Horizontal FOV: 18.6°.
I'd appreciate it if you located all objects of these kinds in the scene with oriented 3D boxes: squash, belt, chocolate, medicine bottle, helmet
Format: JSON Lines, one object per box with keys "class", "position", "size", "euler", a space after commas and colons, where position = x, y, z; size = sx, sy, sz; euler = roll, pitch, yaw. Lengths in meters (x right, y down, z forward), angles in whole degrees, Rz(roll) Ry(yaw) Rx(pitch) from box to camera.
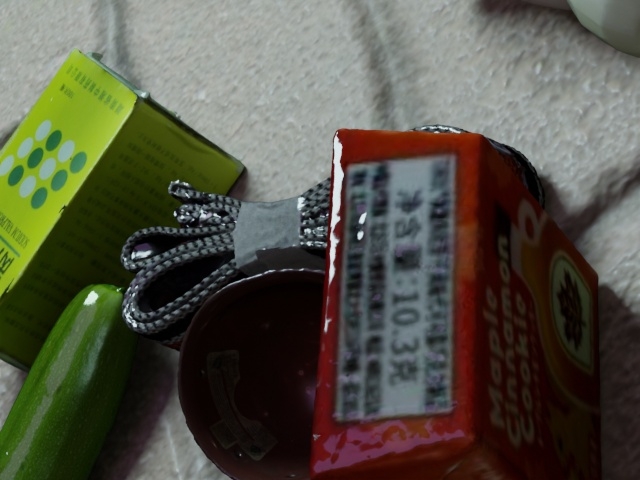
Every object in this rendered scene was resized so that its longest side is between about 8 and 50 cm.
{"class": "squash", "position": [-0.218, 0.168, 1.552], "size": [0.082, 0.082, 0.292], "euler": [25, 88, 49]}
{"class": "belt", "position": [0.000, 0.000, 1.447], "size": [0.359, 0.094, 0.126], "euler": [-16, 59, 39]}
{"class": "chocolate", "position": [0.091, 0.076, 1.211], "size": [0.108, 0.235, 0.237], "euler": [-10, 57, 27]}
{"class": "medicine bottle", "position": [-0.203, -0.016, 1.620], "size": [0.250, 0.141, 0.137], "euler": [-55, 44, 2]}
{"class": "helmet", "position": [-0.002, 0.089, 1.374], "size": [0.175, 0.106, 0.155], "euler": [-36, 81, 25]}

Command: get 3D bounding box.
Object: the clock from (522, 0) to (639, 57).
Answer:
{"class": "clock", "position": [0.213, -0.302, 1.378], "size": [0.326, 0.184, 0.342], "euler": [19, 84, 44]}
